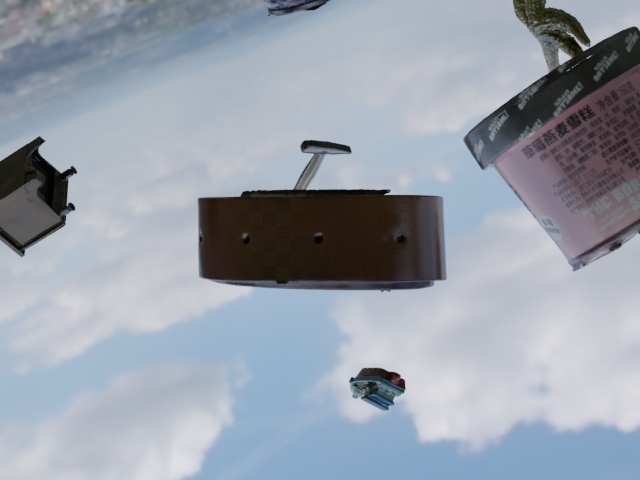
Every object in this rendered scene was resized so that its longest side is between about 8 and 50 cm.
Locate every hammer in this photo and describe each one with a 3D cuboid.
[{"bbox_3d":[-0.027,-0.047,1.462,0.062,0.013,0.199,1,143,-27],"label":"hammer"}]

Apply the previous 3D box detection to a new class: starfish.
[{"bbox_3d":[0.310,-0.292,1.723,0.050,0.216,0.223,-26,-138,-1],"label":"starfish"}]

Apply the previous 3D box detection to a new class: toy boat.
[{"bbox_3d":[0.093,0.256,2.158,0.058,0.069,0.173,-66,-165,-14],"label":"toy boat"}]

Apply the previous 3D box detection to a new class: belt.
[{"bbox_3d":[0.000,0.000,1.277,0.262,0.105,0.184,-1,-179,17],"label":"belt"}]

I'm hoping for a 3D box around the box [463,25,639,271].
[{"bbox_3d":[0.204,-0.061,0.924,0.151,0.135,0.151,-34,176,-2],"label":"box"}]

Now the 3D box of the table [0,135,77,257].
[{"bbox_3d":[-0.305,-0.048,1.321,0.082,0.070,0.083,-29,-140,18],"label":"table"}]

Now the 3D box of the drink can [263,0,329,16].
[{"bbox_3d":[-0.043,-0.325,1.126,0.097,0.235,0.097,-17,-159,7],"label":"drink can"}]
